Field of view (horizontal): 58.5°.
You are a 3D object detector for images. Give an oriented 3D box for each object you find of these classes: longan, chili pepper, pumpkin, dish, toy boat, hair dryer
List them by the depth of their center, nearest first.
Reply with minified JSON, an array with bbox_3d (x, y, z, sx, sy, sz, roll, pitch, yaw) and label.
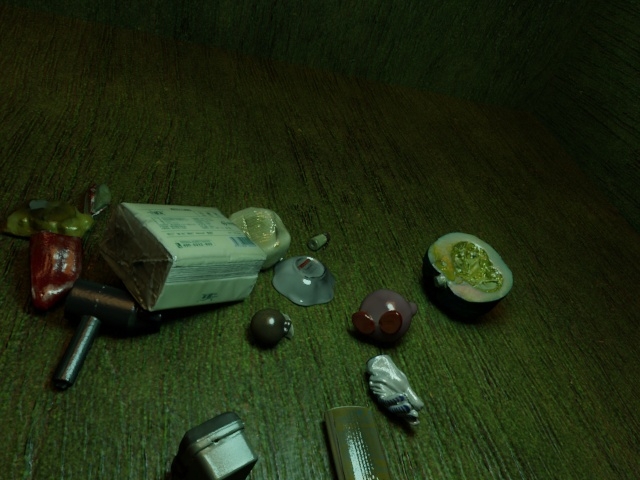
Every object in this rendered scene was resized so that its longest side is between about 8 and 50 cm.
[{"bbox_3d":[-0.557,0.257,1.470,0.244,0.116,0.302,16,49,-6],"label":"hair dryer"},{"bbox_3d":[-0.735,0.091,1.588,0.144,0.136,0.252,46,23,-51],"label":"chili pepper"},{"bbox_3d":[-0.143,0.248,1.647,0.119,0.106,0.106,2,39,0],"label":"longan"},{"bbox_3d":[-0.045,0.110,1.879,0.230,0.081,0.229,12,38,-10],"label":"dish"},{"bbox_3d":[-0.737,-0.137,1.883,0.089,0.071,0.185,49,18,-39],"label":"toy boat"},{"bbox_3d":[0.487,0.142,1.992,0.263,0.197,0.293,-16,56,-21],"label":"pumpkin"}]

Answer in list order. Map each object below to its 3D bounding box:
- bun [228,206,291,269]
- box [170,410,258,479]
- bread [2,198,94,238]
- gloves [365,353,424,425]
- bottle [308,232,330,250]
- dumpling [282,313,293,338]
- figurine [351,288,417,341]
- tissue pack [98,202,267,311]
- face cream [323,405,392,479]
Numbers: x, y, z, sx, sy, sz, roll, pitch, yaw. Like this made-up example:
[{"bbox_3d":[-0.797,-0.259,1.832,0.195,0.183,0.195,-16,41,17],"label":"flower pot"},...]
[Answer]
[{"bbox_3d":[-0.208,-0.003,1.905,0.230,0.145,0.229,-3,64,7],"label":"bun"},{"bbox_3d":[-0.231,0.480,1.240,0.148,0.210,0.129,-18,58,-38],"label":"box"},{"bbox_3d":[-0.823,-0.064,1.740,0.233,0.088,0.160,13,43,-5],"label":"bread"},{"bbox_3d":[0.208,0.421,1.600,0.119,0.097,0.229,-9,41,-26],"label":"gloves"},{"bbox_3d":[0.001,0.002,2.065,0.101,0.047,0.063,-30,96,-50],"label":"bottle"},{"bbox_3d":[-0.104,0.249,1.699,0.043,0.059,0.077,13,40,-26],"label":"dumpling"},{"bbox_3d":[0.203,0.231,1.775,0.173,0.173,0.173,12,38,-10],"label":"figurine"},{"bbox_3d":[-0.388,0.037,1.639,0.297,0.207,0.380,41,22,29],"label":"tissue pack"},{"bbox_3d":[0.100,0.549,1.415,0.139,0.067,0.285,4,39,-18],"label":"face cream"}]
